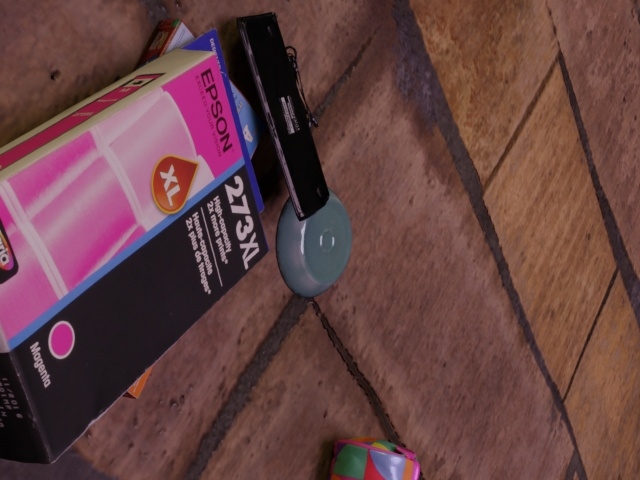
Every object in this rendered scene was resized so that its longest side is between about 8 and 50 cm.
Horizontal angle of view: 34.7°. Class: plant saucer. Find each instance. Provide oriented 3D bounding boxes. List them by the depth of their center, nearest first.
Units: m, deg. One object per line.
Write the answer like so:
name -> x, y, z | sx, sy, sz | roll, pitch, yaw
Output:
plant saucer -> 0.000, 0.000, 1.044 | 0.119, 0.021, 0.119 | -9, 101, -54

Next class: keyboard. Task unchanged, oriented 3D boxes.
keyboard -> -0.040, -0.115, 0.959 | 0.100, 0.038, 0.192 | -33, 109, -62

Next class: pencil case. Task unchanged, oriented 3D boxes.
pencil case -> 0.045, 0.326, 1.074 | 0.104, 0.104, 0.236 | 18, 78, -53

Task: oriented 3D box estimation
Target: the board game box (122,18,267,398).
board game box -> -0.140, -0.028, 0.843 | 0.145, 0.027, 0.281 | 49, 55, -44

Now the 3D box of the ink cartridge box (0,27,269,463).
ink cartridge box -> -0.129, -0.021, 0.748 | 0.371, 0.069, 0.175 | -49, 131, -53
